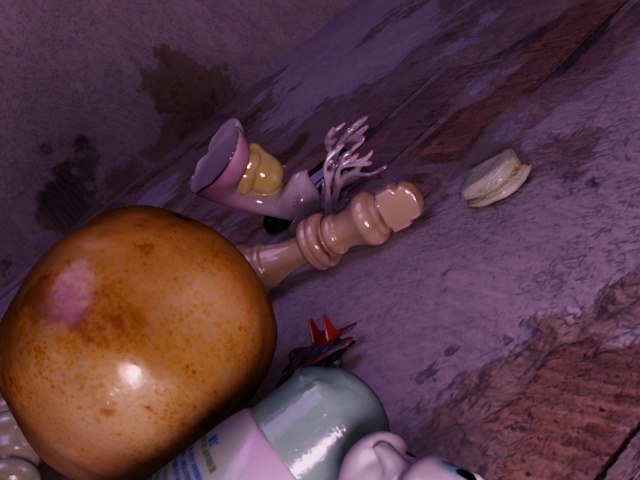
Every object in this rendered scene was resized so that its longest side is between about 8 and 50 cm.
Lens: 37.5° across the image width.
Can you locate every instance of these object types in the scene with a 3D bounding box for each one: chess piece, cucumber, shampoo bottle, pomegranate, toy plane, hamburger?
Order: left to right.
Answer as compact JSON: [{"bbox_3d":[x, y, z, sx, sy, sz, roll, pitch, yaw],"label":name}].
[{"bbox_3d":[-0.508,0.382,1.538,0.133,0.133,0.243,-31,36,14],"label":"chess piece"},{"bbox_3d":[-0.247,0.161,1.307,0.416,0.417,0.417,-31,20,13],"label":"pomegranate"},{"bbox_3d":[-0.077,0.277,1.054,0.349,0.151,0.222,-38,14,-4],"label":"shampoo bottle"},{"bbox_3d":[-0.019,0.182,1.318,0.130,0.061,0.189,-16,32,43],"label":"toy plane"},{"bbox_3d":[-0.026,-0.104,1.994,0.244,0.063,0.115,-39,19,-4],"label":"cucumber"},{"bbox_3d":[0.000,0.000,1.636,0.397,0.117,0.117,-24,22,26],"label":"chess piece"},{"bbox_3d":[0.265,-0.089,1.483,0.121,0.054,0.084,-20,29,45],"label":"hamburger"}]

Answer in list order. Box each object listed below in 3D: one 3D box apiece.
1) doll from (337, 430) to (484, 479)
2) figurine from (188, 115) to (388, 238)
[{"bbox_3d":[0.092,0.250,0.898,0.107,0.110,0.180,-46,24,-24],"label":"doll"},{"bbox_3d":[-0.048,-0.131,1.816,0.284,0.315,0.206,-55,31,21],"label":"figurine"}]
